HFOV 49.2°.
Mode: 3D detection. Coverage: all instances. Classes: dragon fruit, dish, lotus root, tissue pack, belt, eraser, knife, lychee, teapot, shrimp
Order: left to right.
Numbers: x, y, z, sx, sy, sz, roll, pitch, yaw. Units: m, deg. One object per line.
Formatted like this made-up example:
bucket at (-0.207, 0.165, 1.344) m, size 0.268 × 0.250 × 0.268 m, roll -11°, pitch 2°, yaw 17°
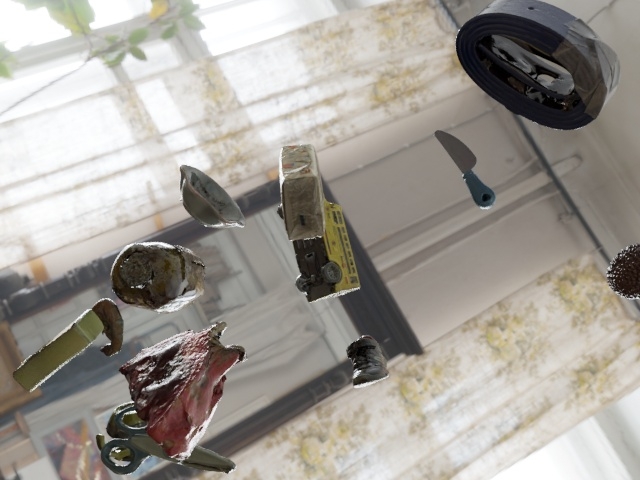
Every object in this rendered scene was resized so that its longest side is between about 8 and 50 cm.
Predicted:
eraser at (-0.531, 0.223, 1.426) m, size 0.058 × 0.172 × 0.117 m, roll 51°, pitch 5°, yaw -9°
shrimp at (-0.580, 0.240, 1.834) m, size 0.251 × 0.052 × 0.143 m, roll -30°, pitch -103°, yaw 48°
teapot at (-0.446, 0.453, 1.636) m, size 0.130 × 0.166 × 0.119 m, roll 1°, pitch -77°, yaw 39°
lotus root at (-0.405, 0.097, 1.765) m, size 0.397 × 0.196 × 0.179 m, roll 53°, pitch 33°, yaw -81°
dragon fruit at (-0.207, 0.239, 1.159) m, size 0.134 × 0.211 × 0.262 m, roll 48°, pitch -6°, yaw -25°
dish at (-0.302, -0.094, 1.826) m, size 0.229 × 0.081 × 0.229 m, roll 45°, pitch 11°, yaw -11°
tissue pack at (-0.040, -0.109, 1.520) m, size 0.196 × 0.092 × 0.148 m, roll -100°, pitch -177°, yaw -61°
knife at (0.347, -0.179, 1.661) m, size 0.032 × 0.058 × 0.244 m, roll 38°, pitch 25°, yaw -62°
belt at (0.468, -0.388, 1.511) m, size 0.347 × 0.117 × 0.212 m, roll 36°, pitch -41°, yaw 13°
lychee at (0.686, 0.066, 1.506) m, size 0.123 × 0.123 × 0.129 m, roll 29°, pitch -79°, yaw 51°

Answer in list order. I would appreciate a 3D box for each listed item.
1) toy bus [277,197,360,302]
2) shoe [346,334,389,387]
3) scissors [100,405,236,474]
toy bus at (0.000, 0.000, 1.996) m, size 0.144 × 0.152 × 0.330 m, roll -25°, pitch -105°, yaw 47°
shoe at (0.149, 0.382, 2.257) m, size 0.291 × 0.114 × 0.137 m, roll -49°, pitch 116°, yaw -79°
scissors at (-0.296, 0.412, 1.374) m, size 0.289 × 0.138 × 0.041 m, roll 8°, pitch -27°, yaw 20°
